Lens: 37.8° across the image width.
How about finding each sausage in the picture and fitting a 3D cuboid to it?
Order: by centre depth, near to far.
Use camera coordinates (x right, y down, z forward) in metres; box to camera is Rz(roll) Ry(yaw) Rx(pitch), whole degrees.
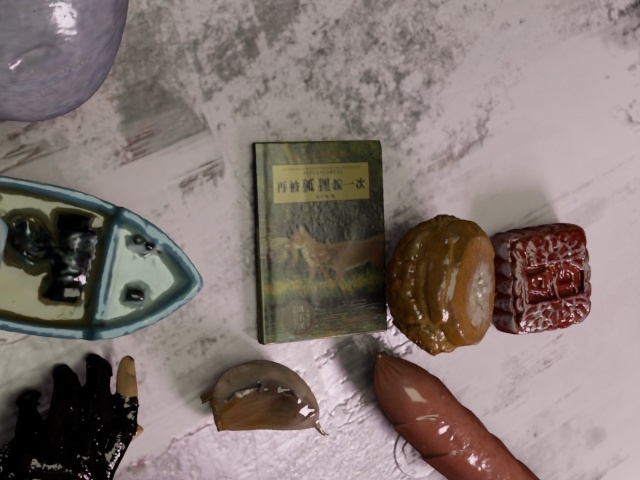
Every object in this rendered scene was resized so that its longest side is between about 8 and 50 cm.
[{"bbox_3d":[0.205,0.283,1.157,0.433,0.088,0.088,44,74,-20],"label":"sausage"}]

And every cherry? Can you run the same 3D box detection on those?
[{"bbox_3d":[-0.275,-0.233,0.795,0.218,0.296,0.255,-7,67,-27],"label":"cherry"}]

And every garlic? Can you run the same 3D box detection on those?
[{"bbox_3d":[-0.058,0.171,1.037,0.152,0.066,0.084,3,119,-23],"label":"garlic"}]

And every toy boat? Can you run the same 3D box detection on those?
[{"bbox_3d":[-0.273,0.016,0.877,0.332,0.133,0.145,12,87,-27],"label":"toy boat"}]

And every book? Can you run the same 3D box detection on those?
[{"bbox_3d":[0.000,0.000,1.072,0.160,0.024,0.228,-3,95,-24],"label":"book"}]

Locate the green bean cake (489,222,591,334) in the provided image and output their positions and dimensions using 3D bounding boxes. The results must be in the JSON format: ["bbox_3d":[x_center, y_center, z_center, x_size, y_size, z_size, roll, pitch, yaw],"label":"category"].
[{"bbox_3d":[0.283,0.049,1.197,0.135,0.056,0.135,-9,97,-27],"label":"green bean cake"}]

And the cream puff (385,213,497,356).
[{"bbox_3d":[0.136,0.050,1.086,0.150,0.115,0.165,36,66,-54],"label":"cream puff"}]

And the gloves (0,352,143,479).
[{"bbox_3d":[-0.237,0.192,0.920,0.129,0.106,0.180,38,80,-21],"label":"gloves"}]
